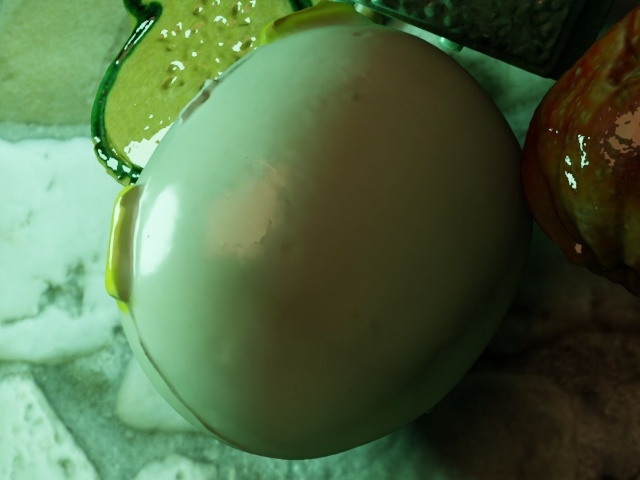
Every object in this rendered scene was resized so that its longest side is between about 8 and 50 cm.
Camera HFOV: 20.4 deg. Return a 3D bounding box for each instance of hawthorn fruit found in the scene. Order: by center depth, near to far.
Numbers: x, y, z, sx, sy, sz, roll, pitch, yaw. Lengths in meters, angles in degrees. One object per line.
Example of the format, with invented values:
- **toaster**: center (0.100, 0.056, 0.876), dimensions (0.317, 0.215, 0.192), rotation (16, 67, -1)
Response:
- **hawthorn fruit**: center (0.292, -0.071, 1.392), dimensions (0.258, 0.258, 0.262), rotation (45, 114, 36)

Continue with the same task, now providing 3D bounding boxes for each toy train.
- **toy train**: center (0.112, -0.245, 1.542), dimensions (0.238, 0.299, 0.167), rotation (-119, 50, -66)

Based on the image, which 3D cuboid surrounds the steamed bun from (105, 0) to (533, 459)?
- **steamed bun**: center (0.003, 0.000, 1.480), dimensions (0.334, 0.334, 0.374), rotation (26, 66, 35)

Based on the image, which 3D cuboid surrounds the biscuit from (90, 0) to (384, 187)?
- **biscuit**: center (-0.107, -0.205, 1.801), dimensions (0.344, 0.057, 0.287), rotation (-42, 55, 7)
